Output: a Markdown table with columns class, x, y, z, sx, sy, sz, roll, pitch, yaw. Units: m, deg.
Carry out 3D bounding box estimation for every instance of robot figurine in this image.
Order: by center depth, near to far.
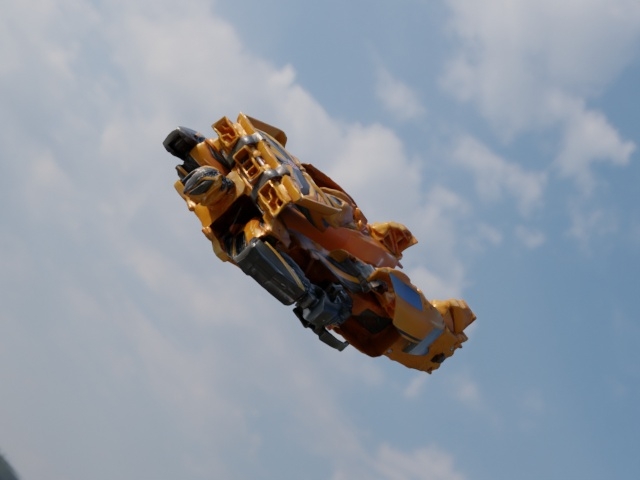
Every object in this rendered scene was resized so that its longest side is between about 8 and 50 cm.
| class | x | y | z | sx | sy | sz | roll | pitch | yaw |
| --- | --- | --- | --- | --- | --- | --- | --- | --- | --- |
| robot figurine | 0.000 | 0.000 | 0.924 | 0.291 | 0.085 | 0.211 | 34 | 16 | -50 |
